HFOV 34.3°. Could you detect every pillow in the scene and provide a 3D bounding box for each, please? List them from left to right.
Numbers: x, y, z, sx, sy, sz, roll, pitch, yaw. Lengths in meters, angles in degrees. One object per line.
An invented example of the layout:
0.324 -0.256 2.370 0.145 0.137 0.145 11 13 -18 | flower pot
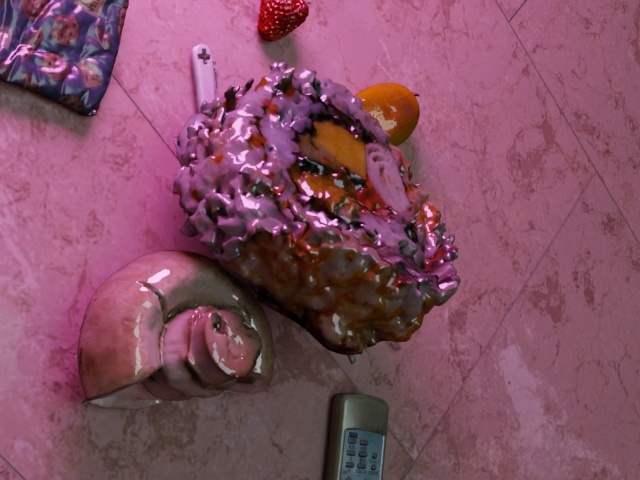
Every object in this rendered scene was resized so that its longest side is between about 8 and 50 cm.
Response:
-0.353 -0.275 1.244 0.255 0.034 0.189 23 71 -36 | pillow

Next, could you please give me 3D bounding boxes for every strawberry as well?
-0.057 -0.323 1.480 0.073 0.073 0.083 31 79 -33 | strawberry

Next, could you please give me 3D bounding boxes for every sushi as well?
0.004 -0.052 1.333 0.417 0.176 0.418 29 35 -23 | sushi

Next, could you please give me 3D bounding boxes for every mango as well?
0.085 -0.185 1.587 0.187 0.066 0.101 -26 101 -30 | mango

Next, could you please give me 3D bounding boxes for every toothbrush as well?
-0.137 -0.061 1.396 0.042 0.040 0.418 -3 87 -42 | toothbrush

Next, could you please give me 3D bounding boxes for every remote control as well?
0.050 0.341 1.509 0.098 0.038 0.234 15 76 -37 | remote control

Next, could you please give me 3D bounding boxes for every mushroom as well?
-0.167 0.101 1.254 0.253 0.195 0.189 -1 75 -42 | mushroom

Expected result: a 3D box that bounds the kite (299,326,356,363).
0.021 0.115 1.531 0.137 0.005 0.153 -19 97 -37 | kite
